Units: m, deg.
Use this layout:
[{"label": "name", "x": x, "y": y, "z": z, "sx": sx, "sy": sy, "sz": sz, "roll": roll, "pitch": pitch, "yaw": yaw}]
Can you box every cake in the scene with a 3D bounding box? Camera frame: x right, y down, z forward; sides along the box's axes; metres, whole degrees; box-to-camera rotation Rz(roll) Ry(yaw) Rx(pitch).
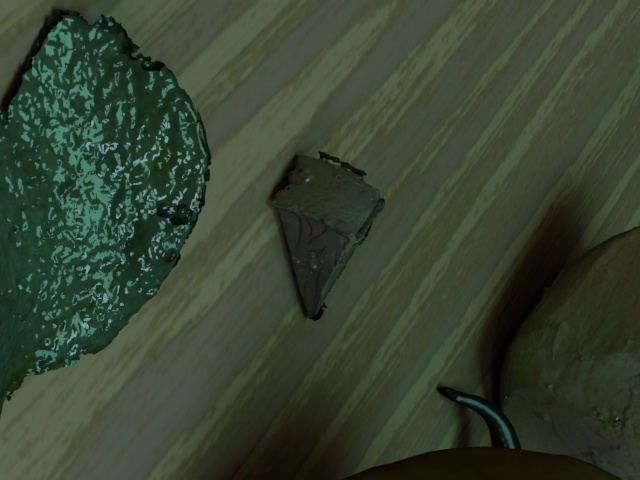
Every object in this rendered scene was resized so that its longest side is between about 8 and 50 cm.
[{"label": "cake", "x": 0.000, "y": 0.000, "z": 1.209, "sx": 0.052, "sy": 0.065, "sz": 0.121, "roll": -58, "pitch": 171, "yaw": -32}]

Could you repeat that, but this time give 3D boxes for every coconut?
[{"label": "coconut", "x": 0.313, "y": 0.121, "z": 1.591, "sx": 0.254, "sy": 0.297, "sz": 0.297, "roll": -47, "pitch": 143, "yaw": -25}]

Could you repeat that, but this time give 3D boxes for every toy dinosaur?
[{"label": "toy dinosaur", "x": 0.128, "y": 0.232, "z": 1.503, "sx": 0.187, "sy": 0.087, "sz": 0.179, "roll": -67, "pitch": 153, "yaw": -19}]

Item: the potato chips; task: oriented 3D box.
[{"label": "potato chips", "x": -0.137, "y": 0.011, "z": 0.920, "sx": 0.228, "sy": 0.059, "sz": 0.167, "roll": -53, "pitch": 140, "yaw": -28}]

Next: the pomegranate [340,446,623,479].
[{"label": "pomegranate", "x": 0.096, "y": 0.340, "z": 1.171, "sx": 0.411, "sy": 0.411, "sz": 0.411, "roll": -37, "pitch": 134, "yaw": -51}]
